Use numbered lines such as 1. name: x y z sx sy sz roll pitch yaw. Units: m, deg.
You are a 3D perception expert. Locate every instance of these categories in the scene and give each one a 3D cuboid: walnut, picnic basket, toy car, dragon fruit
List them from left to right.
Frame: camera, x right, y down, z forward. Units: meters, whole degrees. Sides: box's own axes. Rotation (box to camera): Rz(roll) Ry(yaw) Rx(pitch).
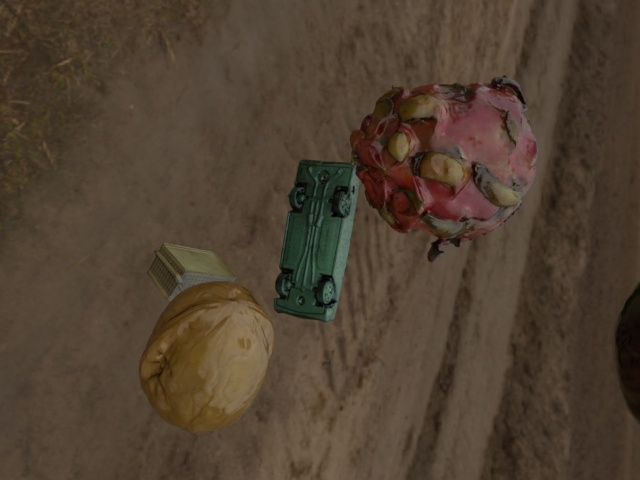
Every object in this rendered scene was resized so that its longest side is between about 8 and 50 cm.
1. picnic basket: -0.272 0.075 1.512 0.164 0.115 0.079 14 111 -48
2. walnut: -0.138 0.140 0.868 0.207 0.159 0.159 -58 173 36
3. toy car: 0.000 0.000 1.436 0.097 0.141 0.321 15 84 -60
4. dragon fruit: 0.192 -0.143 1.222 0.263 0.296 0.314 11 72 -41

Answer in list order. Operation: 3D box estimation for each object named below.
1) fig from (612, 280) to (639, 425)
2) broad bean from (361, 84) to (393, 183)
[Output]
1. fig: 0.323 0.090 0.559 0.191 0.181 0.181 -8 98 -83
2. broad bean: 0.147 -0.268 1.810 0.053 0.052 0.256 -128 -121 -70
